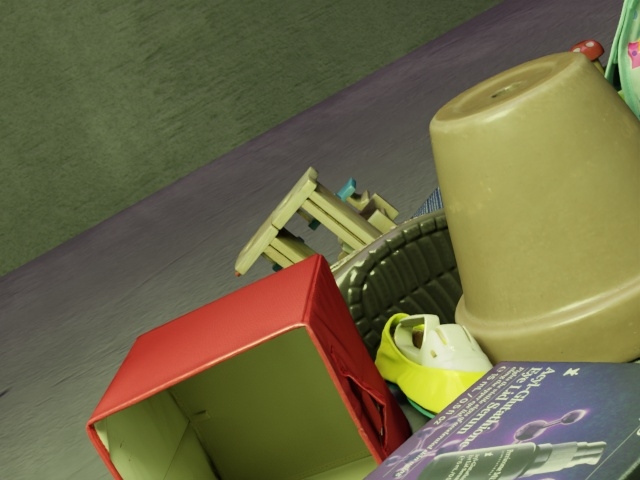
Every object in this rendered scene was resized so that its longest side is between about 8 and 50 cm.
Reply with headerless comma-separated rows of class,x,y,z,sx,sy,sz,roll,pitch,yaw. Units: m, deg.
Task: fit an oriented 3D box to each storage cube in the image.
storage cube,-0.045,0.148,1.044,0.215,0.183,0.193,-26,12,9

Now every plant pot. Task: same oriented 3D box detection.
plant pot,0.211,-0.036,1.143,0.263,0.229,0.263,-25,13,6

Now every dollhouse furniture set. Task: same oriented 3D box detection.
dollhouse furniture set,0.000,0.000,1.424,0.129,0.129,0.183,-49,9,13

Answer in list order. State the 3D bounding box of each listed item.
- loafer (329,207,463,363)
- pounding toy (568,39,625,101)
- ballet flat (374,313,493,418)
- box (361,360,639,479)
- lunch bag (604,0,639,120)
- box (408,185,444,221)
loafer,0.024,0.076,1.281,0.366,0.134,0.130,-30,14,-13
pounding toy,0.417,-0.231,1.721,0.183,0.110,0.237,-32,14,-19
ballet flat,0.100,0.105,1.117,0.077,0.077,0.231,3,5,-16
box,0.153,0.157,0.794,0.153,0.108,0.207,-35,15,-33
lunch bag,0.387,-0.175,1.250,0.160,0.262,0.223,-14,20,44
box,0.101,0.012,1.409,0.225,0.036,0.136,-50,8,15
